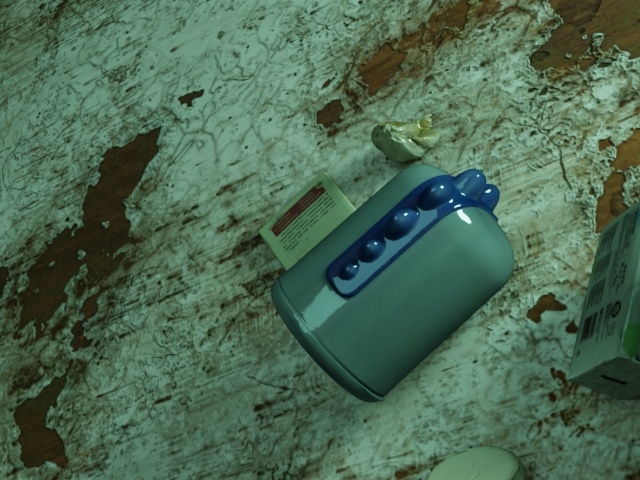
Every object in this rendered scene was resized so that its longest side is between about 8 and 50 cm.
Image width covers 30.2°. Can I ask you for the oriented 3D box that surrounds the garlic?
[{"bbox_3d":[0.140,-0.168,1.978,0.113,0.094,0.074,-5,101,30],"label":"garlic"}]

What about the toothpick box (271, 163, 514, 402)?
[{"bbox_3d":[0.122,0.038,1.730,0.355,0.263,0.263,-42,45,6],"label":"toothpick box"}]

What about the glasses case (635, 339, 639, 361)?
[{"bbox_3d":[0.472,0.147,1.441,0.042,0.191,0.072,-17,51,67],"label":"glasses case"}]

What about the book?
[{"bbox_3d":[0.000,0.000,2.015,0.162,0.022,0.232,-42,45,5],"label":"book"}]

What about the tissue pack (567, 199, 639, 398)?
[{"bbox_3d":[0.435,0.085,1.546,0.159,0.145,0.229,122,165,-68],"label":"tissue pack"}]

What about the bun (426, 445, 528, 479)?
[{"bbox_3d":[0.213,0.345,1.582,0.138,0.094,0.138,-15,19,5],"label":"bun"}]
